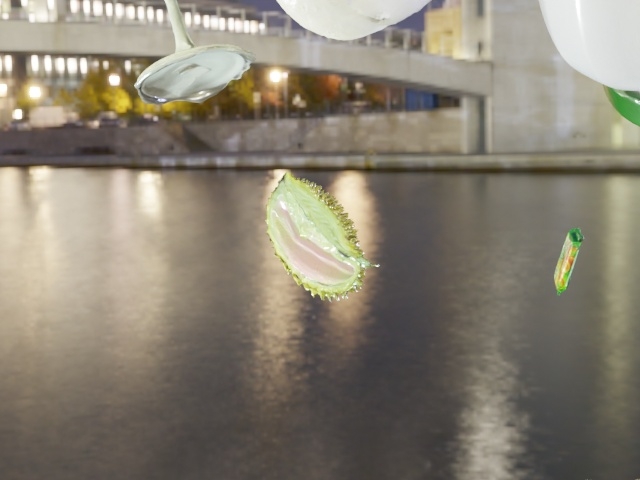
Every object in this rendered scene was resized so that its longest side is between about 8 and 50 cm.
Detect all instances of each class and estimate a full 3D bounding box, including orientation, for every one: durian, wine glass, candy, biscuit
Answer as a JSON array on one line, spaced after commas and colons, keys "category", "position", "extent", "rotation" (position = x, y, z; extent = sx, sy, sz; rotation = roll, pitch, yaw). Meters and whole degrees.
[{"category": "durian", "position": [0.005, 0.001, 1.518], "extent": [0.096, 0.137, 0.220], "rotation": [-12, 53, -43]}, {"category": "wine glass", "position": [-0.153, -0.259, 0.946], "extent": [0.156, 0.232, 0.156], "rotation": [-17, -9, -3]}, {"category": "candy", "position": [0.037, -0.390, 1.195], "extent": [0.296, 0.295, 0.185], "rotation": [-6, 33, -34]}, {"category": "biscuit", "position": [0.326, 0.026, 1.282], "extent": [0.016, 0.089, 0.046], "rotation": [12, 25, 1]}]

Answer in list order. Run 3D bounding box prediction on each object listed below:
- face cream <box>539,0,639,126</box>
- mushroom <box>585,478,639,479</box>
[{"category": "face cream", "position": [0.346, -0.289, 0.937], "extent": [0.219, 0.312, 0.357], "rotation": [38, -10, 40]}, {"category": "mushroom", "position": [0.397, 0.344, 1.187], "extent": [0.151, 0.156, 0.286], "rotation": [-34, -17, 13]}]
